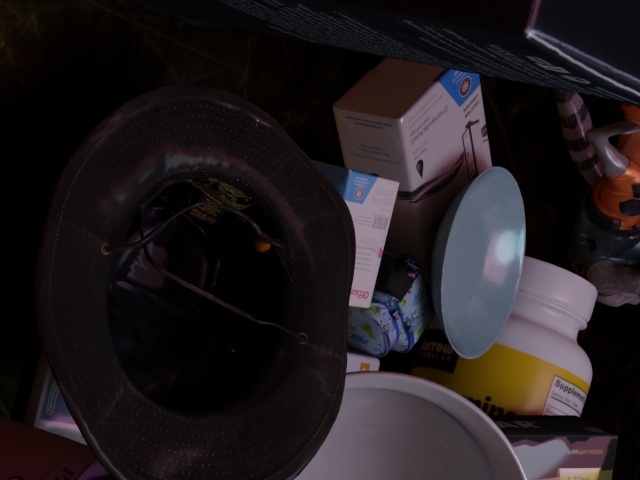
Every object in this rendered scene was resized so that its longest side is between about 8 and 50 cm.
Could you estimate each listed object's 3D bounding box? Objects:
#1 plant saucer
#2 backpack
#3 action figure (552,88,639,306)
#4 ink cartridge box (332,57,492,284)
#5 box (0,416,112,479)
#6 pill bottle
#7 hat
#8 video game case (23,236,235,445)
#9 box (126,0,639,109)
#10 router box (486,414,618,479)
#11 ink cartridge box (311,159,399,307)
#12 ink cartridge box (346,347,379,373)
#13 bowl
[{"bbox_3d":[0.149,0.020,1.968,0.195,0.037,0.195,-25,119,-57],"label":"plant saucer"},{"bbox_3d":[0.052,0.063,1.944,0.084,0.105,0.114,-55,145,-21],"label":"backpack"},{"bbox_3d":[0.361,-0.070,2.370,0.341,0.178,0.330,-78,168,-54],"label":"action figure"},{"bbox_3d":[0.099,-0.081,1.977,0.148,0.086,0.203,-47,137,-39],"label":"ink cartridge box"},{"bbox_3d":[-0.248,0.307,1.565,0.213,0.117,0.243,-48,139,-37],"label":"box"},{"bbox_3d":[0.178,0.187,2.103,0.188,0.188,0.334,34,72,-56],"label":"pill bottle"},{"bbox_3d":[-0.123,0.048,1.577,0.331,0.134,0.331,7,79,-39],"label":"hat"},{"bbox_3d":[-0.147,0.090,1.660,0.183,0.023,0.201,14,89,-34],"label":"video game case"},{"bbox_3d":[0.070,-0.383,1.463,0.297,0.471,0.480,13,90,-56],"label":"box"},{"bbox_3d":[0.129,0.296,1.921,0.308,0.081,0.243,2,99,-27],"label":"router box"},{"bbox_3d":[0.000,0.000,1.852,0.092,0.090,0.143,12,93,-57],"label":"ink cartridge box"},{"bbox_3d":[-0.077,0.235,1.847,0.307,0.072,0.304,16,89,-54],"label":"ink cartridge box"},{"bbox_3d":[0.031,0.245,1.744,0.134,0.297,0.298,-129,-133,-79],"label":"bowl"}]
